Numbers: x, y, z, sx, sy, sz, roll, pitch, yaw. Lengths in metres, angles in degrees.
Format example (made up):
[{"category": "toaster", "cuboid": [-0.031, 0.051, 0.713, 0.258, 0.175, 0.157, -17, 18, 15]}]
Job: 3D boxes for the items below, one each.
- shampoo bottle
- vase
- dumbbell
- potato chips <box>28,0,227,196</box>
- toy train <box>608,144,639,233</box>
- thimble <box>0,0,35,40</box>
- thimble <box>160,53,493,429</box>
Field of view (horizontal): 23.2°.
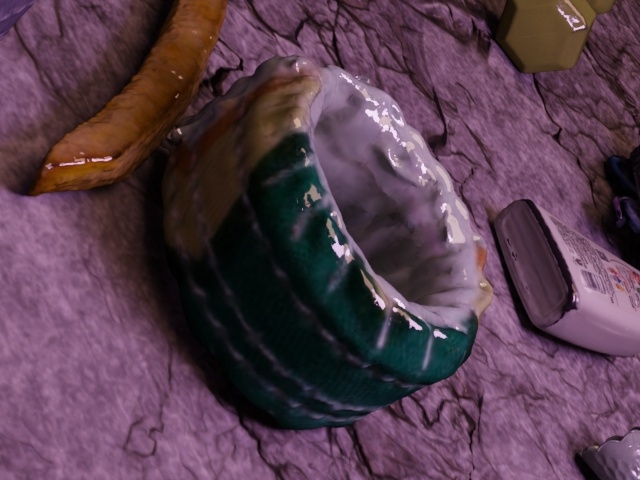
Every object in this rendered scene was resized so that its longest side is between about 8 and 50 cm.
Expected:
[{"category": "shampoo bottle", "cuboid": [0.310, 0.060, 1.694, 0.284, 0.071, 0.153, 23, 38, -45]}, {"category": "vase", "cuboid": [0.320, 0.260, 1.529, 0.081, 0.081, 0.148, -9, 72, -55]}, {"category": "dumbbell", "cuboid": [0.310, -0.308, 1.974, 0.302, 0.121, 0.108, -49, 132, -56]}, {"category": "potato chips", "cuboid": [-0.138, -0.137, 1.285, 0.080, 0.057, 0.407, 34, 37, -10]}, {"category": "toy train", "cuboid": [0.452, -0.034, 1.867, 0.202, 0.131, 0.299, 46, 21, -11]}, {"category": "thimble", "cuboid": [-0.277, -0.236, 1.086, 0.205, 0.172, 0.236, 47, 35, -10]}, {"category": "thimble", "cuboid": [0.000, 0.000, 1.247, 0.288, 0.167, 0.254, 59, 31, 2]}]
